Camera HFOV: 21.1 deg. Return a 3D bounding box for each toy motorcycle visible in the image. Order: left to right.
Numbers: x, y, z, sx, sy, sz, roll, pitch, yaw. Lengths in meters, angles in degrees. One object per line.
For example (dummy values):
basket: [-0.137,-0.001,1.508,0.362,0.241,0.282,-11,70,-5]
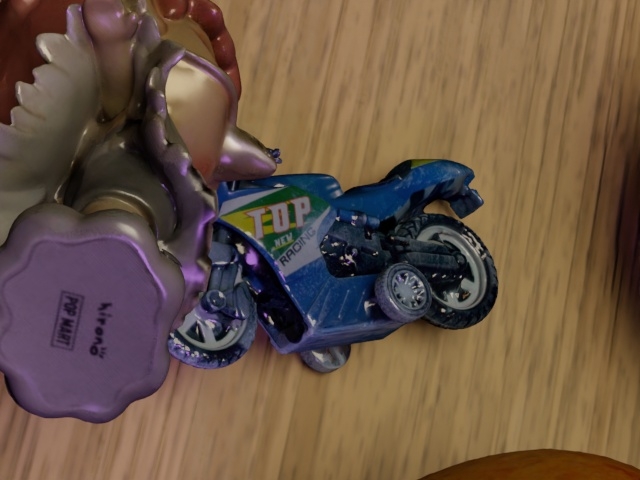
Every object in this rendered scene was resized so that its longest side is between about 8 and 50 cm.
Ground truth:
toy motorcycle: [0.000,0.000,1.003,0.254,0.092,0.135,-5,70,-37]

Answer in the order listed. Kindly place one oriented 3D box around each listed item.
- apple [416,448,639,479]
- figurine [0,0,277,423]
apple: [0.108,0.255,0.866,0.299,0.275,0.299,26,43,-27]
figurine: [-0.103,-0.059,0.894,0.166,0.207,0.387,11,29,-5]
